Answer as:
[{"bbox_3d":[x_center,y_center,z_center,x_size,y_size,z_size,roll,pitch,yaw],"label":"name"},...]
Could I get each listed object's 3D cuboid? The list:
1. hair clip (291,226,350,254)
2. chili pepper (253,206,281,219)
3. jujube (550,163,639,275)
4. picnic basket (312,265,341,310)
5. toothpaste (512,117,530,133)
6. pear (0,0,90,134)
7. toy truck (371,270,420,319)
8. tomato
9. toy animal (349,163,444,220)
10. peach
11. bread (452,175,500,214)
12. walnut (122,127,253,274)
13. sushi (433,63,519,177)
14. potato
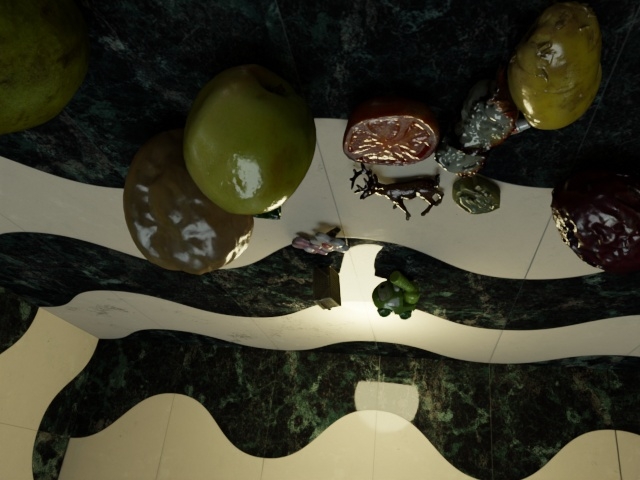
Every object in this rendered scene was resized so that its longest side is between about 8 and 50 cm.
[{"bbox_3d":[-0.001,0.008,1.924,0.146,0.075,0.256,20,156,-35],"label":"hair clip"},{"bbox_3d":[-0.236,-0.119,1.705,0.253,0.084,0.099,14,144,-22],"label":"chili pepper"},{"bbox_3d":[0.768,-0.054,1.414,0.376,0.259,0.258,37,143,-27],"label":"jujube"},{"bbox_3d":[0.027,0.195,2.191,0.079,0.164,0.115,-15,148,22],"label":"picnic basket"},{"bbox_3d":[0.406,-0.258,1.316,0.218,0.033,0.052,-12,144,42],"label":"toothpaste"},{"bbox_3d":[-0.623,-0.371,0.995,0.351,0.352,0.413,22,147,-28],"label":"pear"},{"bbox_3d":[0.327,0.222,2.213,0.186,0.148,0.211,22,126,-24],"label":"toy truck"},{"bbox_3d":[0.164,-0.267,1.283,0.236,0.095,0.237,2,155,1],"label":"tomato"},{"bbox_3d":[0.227,-0.151,1.548,0.243,0.087,0.260,-16,147,14],"label":"toy animal"},{"bbox_3d":[-0.154,-0.215,1.200,0.314,0.281,0.316,20,108,-46],"label":"peach"},{"bbox_3d":[0.444,-0.127,1.533,0.156,0.064,0.117,23,149,-33],"label":"bread"},{"bbox_3d":[-0.346,-0.093,1.449,0.382,0.384,0.384,6,154,3],"label":"walnut"},{"bbox_3d":[0.351,-0.250,1.224,0.129,0.124,0.332,23,150,-6],"label":"sushi"},{"bbox_3d":[0.451,-0.328,1.030,0.172,0.140,0.300,-17,153,18],"label":"potato"}]
